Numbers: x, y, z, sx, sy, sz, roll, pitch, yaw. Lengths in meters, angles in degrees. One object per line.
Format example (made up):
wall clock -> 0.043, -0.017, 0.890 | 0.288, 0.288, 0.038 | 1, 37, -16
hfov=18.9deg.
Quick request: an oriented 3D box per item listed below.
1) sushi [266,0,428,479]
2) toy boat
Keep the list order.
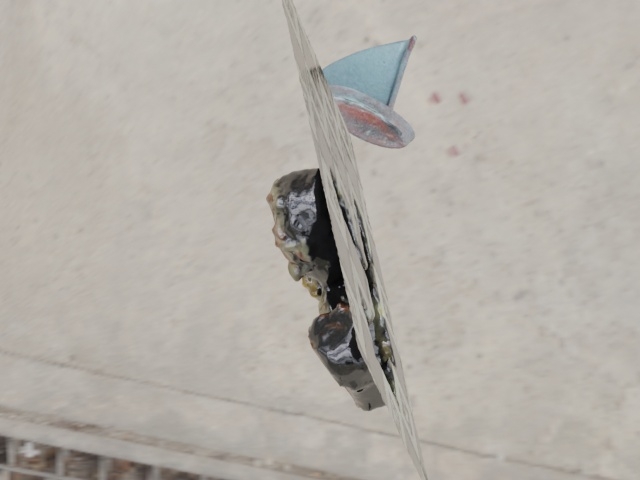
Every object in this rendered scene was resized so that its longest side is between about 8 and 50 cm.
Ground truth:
sushi -> 0.000, 0.000, 1.091 | 0.043, 0.192, 0.280 | -17, 55, 6
toy boat -> 0.043, -0.134, 1.585 | 0.096, 0.034, 0.122 | 27, 42, -10
